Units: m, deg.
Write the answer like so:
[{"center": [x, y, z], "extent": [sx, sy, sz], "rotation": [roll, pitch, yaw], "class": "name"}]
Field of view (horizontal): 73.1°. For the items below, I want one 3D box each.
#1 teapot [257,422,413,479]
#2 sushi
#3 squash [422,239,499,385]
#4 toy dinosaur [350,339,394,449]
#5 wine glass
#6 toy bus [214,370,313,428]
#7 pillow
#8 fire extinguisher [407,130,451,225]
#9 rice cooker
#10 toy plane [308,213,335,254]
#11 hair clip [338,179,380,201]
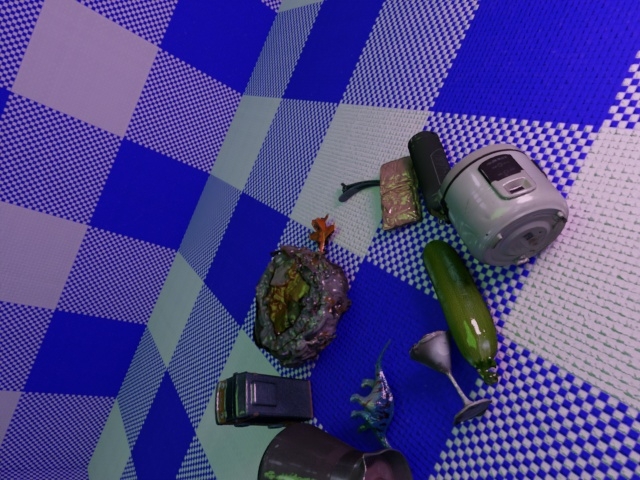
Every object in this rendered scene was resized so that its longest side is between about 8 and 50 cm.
[{"center": [0.037, 0.612, 1.048], "extent": [0.344, 0.253, 0.300], "rotation": [-15, 99, 44], "class": "teapot"}, {"center": [-0.071, 0.209, 1.405], "extent": [0.417, 0.176, 0.417], "rotation": [-24, 57, 44], "class": "sushi"}, {"center": [0.327, 0.147, 1.004], "extent": [0.101, 0.101, 0.378], "rotation": [-42, 41, 32], "class": "squash"}, {"center": [0.139, 0.433, 1.124], "extent": [0.144, 0.076, 0.329], "rotation": [-18, 64, 34], "class": "toy dinosaur"}, {"center": [0.292, 0.306, 0.968], "extent": [0.122, 0.122, 0.183], "rotation": [-49, 46, 24], "class": "wine glass"}, {"center": [-0.166, 0.488, 1.311], "extent": [0.167, 0.275, 0.138], "rotation": [-33, 50, 36], "class": "toy bus"}, {"center": [0.234, -0.145, 1.288], "extent": [0.126, 0.043, 0.232], "rotation": [-14, 64, 34], "class": "pillow"}, {"center": [0.311, -0.159, 1.158], "extent": [0.095, 0.114, 0.311], "rotation": [-19, 58, 16], "class": "fire extinguisher"}, {"center": [0.389, -0.084, 0.939], "extent": [0.226, 0.226, 0.244], "rotation": [-46, 41, 28], "class": "rice cooker"}, {"center": [0.009, 0.002, 1.508], "extent": [0.135, 0.062, 0.188], "rotation": [-23, 70, 43], "class": "toy plane"}, {"center": [0.149, -0.178, 1.426], "extent": [0.230, 0.039, 0.070], "rotation": [-8, 66, 48], "class": "hair clip"}]
